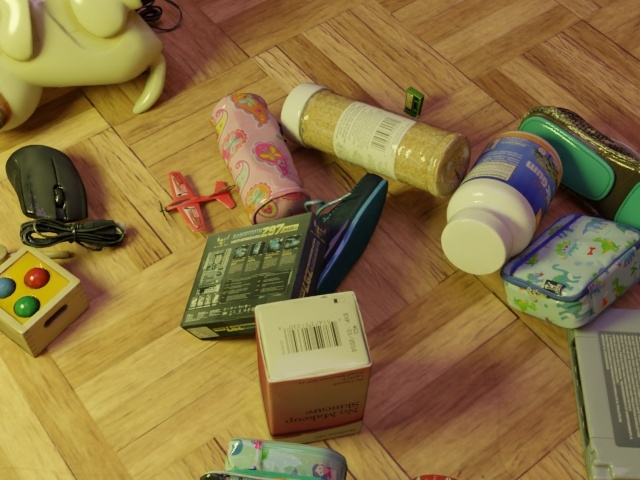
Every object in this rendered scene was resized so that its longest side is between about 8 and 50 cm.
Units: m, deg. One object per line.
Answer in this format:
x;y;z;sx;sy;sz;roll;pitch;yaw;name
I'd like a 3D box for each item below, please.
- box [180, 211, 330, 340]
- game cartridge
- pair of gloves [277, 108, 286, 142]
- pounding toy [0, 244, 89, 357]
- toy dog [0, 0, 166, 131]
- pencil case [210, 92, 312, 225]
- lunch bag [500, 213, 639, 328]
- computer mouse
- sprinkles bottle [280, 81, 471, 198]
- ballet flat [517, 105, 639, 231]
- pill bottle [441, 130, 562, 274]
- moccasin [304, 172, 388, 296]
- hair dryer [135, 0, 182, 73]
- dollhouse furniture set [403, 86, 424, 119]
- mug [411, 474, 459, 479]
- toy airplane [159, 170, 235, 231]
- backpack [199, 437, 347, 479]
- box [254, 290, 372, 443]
-0.106;0.060;1.405;0.233;0.059;0.183;-12;52;35;box
0.505;0.244;1.374;0.198;0.062;0.297;6;54;-3;game cartridge
-0.073;-0.228;1.724;0.083;0.010;0.074;-31;63;-19;pair of gloves
-0.492;0.057;1.456;0.206;0.094;0.181;32;60;19;pounding toy
-0.534;-0.370;1.651;0.408;0.395;0.284;-32;40;-6;toy dog
-0.111;-0.142;1.595;0.124;0.124;0.284;-17;56;-13;pencil case
0.422;0.046;1.464;0.219;0.090;0.176;-34;33;-23;lunch bag
-0.469;-0.094;1.547;0.189;0.072;0.272;-1;41;-41;computer mouse
0.094;-0.186;1.583;0.355;0.121;0.121;25;56;32;sprinkles bottle
0.564;-0.088;1.566;0.182;0.164;0.482;-15;52;-36;ballet flat
0.309;-0.063;1.497;0.152;0.152;0.272;24;44;15;pill bottle
0.000;0.000;1.487;0.117;0.137;0.342;24;56;20;moccasin
-0.464;-0.462;1.853;0.294;0.080;0.223;21;51;-3;hair dryer
0.144;-0.232;1.703;0.076;0.058;0.152;37;61;23;dollhouse furniture set
0.139;0.417;1.205;0.150;0.113;0.169;12;52;5;mug
-0.224;-0.076;1.600;0.151;0.028;0.151;1;55;-2;toy airplane
-0.039;0.377;1.160;0.254;0.225;0.191;12;60;2;backpack
-0.014;0.195;1.284;0.149;0.232;0.126;-9;55;-7;box
